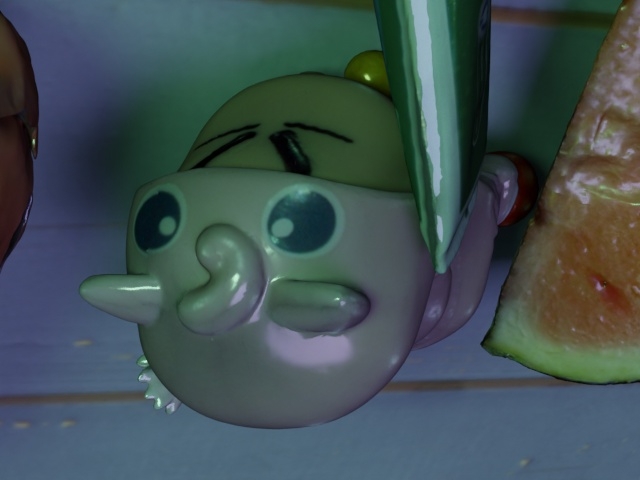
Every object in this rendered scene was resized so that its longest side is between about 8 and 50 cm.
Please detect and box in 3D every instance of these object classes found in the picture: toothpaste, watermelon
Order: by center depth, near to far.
[{"bbox_3d":[0.039,-0.171,0.834,0.061,0.099,0.392,2,123,16],"label":"toothpaste"},{"bbox_3d":[0.210,-0.059,1.075,0.159,0.128,0.303,17,125,-1],"label":"watermelon"}]

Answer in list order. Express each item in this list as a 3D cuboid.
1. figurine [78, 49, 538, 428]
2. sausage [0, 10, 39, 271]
[{"bbox_3d":[0.000,0.000,1.001,0.176,0.186,0.287,-6,175,31],"label":"figurine"},{"bbox_3d":[-0.214,0.004,0.849,0.152,0.152,0.280,5,128,-34],"label":"sausage"}]
